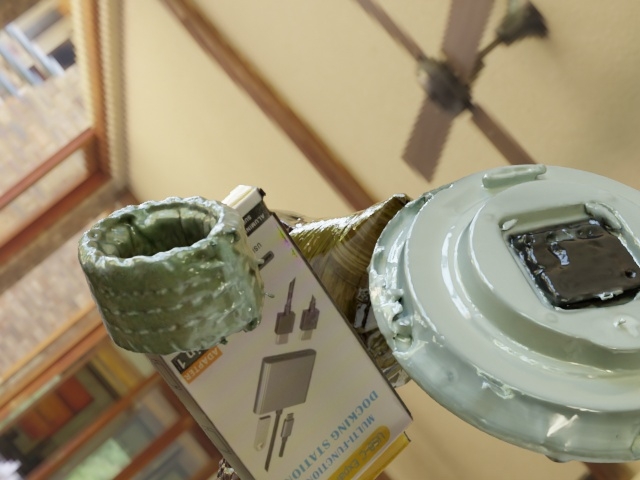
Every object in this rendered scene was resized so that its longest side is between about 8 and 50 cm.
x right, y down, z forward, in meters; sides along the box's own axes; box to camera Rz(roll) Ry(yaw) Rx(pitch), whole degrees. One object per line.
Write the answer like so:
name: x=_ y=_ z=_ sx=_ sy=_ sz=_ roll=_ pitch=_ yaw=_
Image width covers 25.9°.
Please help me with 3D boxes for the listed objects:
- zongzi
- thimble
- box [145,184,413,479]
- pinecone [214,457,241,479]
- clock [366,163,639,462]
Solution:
zongzi: x=0.000 y=0.000 z=1.522 sx=0.286 sy=0.134 sz=0.288 roll=39 pitch=-37 yaw=31
thimble: x=-0.078 y=0.018 z=0.758 sx=0.110 sy=0.084 sz=0.062 roll=3 pitch=-58 yaw=37
box: x=-0.029 y=0.094 z=0.975 sx=0.247 sy=0.129 sz=0.033 roll=55 pitch=-23 yaw=-22
pinecone: x=-0.033 y=0.259 z=1.405 sx=0.179 sy=0.149 sz=0.195 roll=-80 pitch=164 yaw=-69
clock: x=0.147 y=0.025 z=0.827 sx=0.236 sy=0.236 sz=0.053 roll=41 pitch=-41 yaw=29
